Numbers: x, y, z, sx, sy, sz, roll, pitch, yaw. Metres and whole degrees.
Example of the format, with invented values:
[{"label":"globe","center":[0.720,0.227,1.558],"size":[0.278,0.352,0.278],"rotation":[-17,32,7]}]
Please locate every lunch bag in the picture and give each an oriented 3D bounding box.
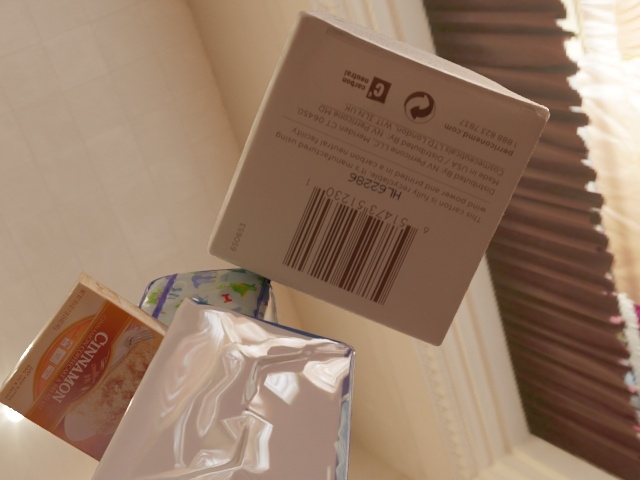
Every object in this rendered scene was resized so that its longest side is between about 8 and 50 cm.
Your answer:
[{"label":"lunch bag","center":[-0.148,0.115,1.129],"size":[0.176,0.219,0.090],"rotation":[-4,-65,8]}]

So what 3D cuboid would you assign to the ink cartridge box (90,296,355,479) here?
[{"label":"ink cartridge box","center":[-0.107,0.279,0.670],"size":[0.151,0.270,0.395],"rotation":[20,-68,-3]}]

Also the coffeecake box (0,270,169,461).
[{"label":"coffeecake box","center":[-0.205,0.144,0.942],"size":[0.185,0.068,0.142],"rotation":[35,-91,-15]}]

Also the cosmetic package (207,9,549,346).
[{"label":"cosmetic package","center":[0.072,-0.112,1.297],"size":[0.329,0.394,0.327],"rotation":[21,-76,-3]}]
